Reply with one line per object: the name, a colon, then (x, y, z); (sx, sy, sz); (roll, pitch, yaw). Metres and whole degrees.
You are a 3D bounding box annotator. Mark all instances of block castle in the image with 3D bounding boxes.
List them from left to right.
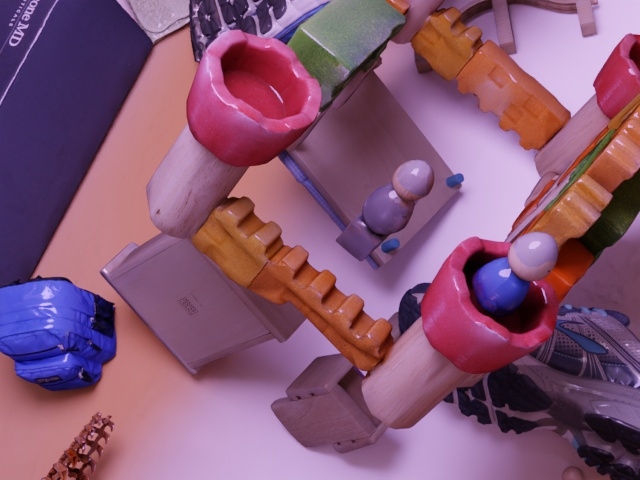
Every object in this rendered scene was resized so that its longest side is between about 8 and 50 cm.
block castle: (0.110, -0.098, 0.990); (0.303, 0.213, 0.453); (42, 43, 2)

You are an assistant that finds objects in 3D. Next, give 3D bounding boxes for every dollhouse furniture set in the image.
dollhouse furniture set: (0.000, 0.000, 1.217); (0.286, 0.198, 0.303); (50, 59, -9)

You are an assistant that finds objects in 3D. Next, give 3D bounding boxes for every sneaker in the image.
sneaker: (0.004, -0.253, 1.295); (0.330, 0.147, 0.129); (-19, 68, 31)
sneaker: (0.202, 0.106, 1.091); (0.283, 0.110, 0.122); (28, 53, 12)

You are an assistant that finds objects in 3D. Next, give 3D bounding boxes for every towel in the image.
towel: (-0.175, -0.298, 1.423); (0.110, 0.027, 0.148); (-33, 62, 2)

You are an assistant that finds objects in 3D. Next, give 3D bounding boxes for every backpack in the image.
backpack: (-0.261, 0.089, 1.239); (0.098, 0.120, 0.101); (-14, 65, 11)

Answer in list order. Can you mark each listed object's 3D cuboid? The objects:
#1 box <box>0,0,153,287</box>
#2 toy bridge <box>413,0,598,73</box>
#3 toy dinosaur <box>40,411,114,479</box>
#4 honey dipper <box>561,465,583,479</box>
box: (-0.409, -0.145, 1.348); (0.313, 0.179, 0.343); (21, 78, 26)
toy bridge: (0.184, -0.219, 1.273); (0.188, 0.026, 0.063); (-12, 64, 13)
toy dinosaur: (-0.253, 0.320, 1.136); (0.218, 0.164, 0.321); (4, 91, 37)
honey dipper: (0.196, 0.268, 1.071); (0.031, 0.030, 0.160); (11, 68, 22)
